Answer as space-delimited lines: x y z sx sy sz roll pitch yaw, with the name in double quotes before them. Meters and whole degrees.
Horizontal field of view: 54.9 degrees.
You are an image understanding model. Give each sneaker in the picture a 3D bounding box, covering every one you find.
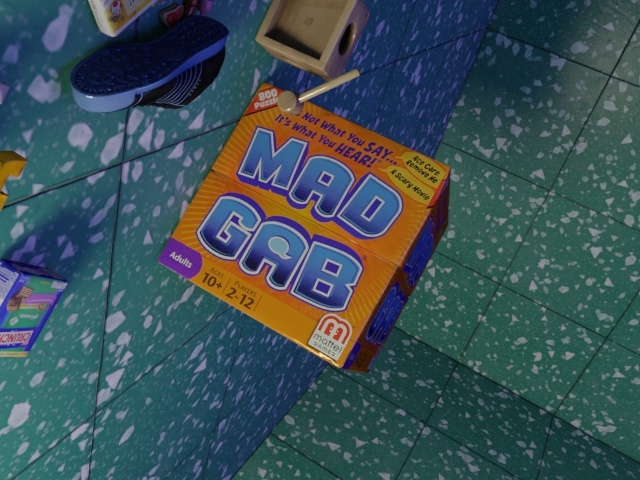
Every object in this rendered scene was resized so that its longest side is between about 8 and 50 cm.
"sneaker" -0.195 -0.190 0.735 0.232 0.081 0.090 -42 162 -42

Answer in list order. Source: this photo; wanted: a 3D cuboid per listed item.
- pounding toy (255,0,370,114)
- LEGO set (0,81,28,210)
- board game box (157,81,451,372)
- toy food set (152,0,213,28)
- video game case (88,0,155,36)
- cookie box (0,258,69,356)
"pounding toy" -0.004 -0.290 0.974 0.206 0.181 0.094 -64 164 6
"LEGO set" -0.338 -0.040 0.534 0.227 0.087 0.093 -63 164 1
"board game box" 0.000 0.000 1.141 0.356 0.356 0.356 -60 164 -6
"toy food set" -0.160 -0.304 0.766 0.122 0.019 0.078 -53 162 -27
"video game case" -0.174 -0.357 0.629 0.227 0.026 0.206 -55 162 -26
"cookie box" -0.364 0.082 0.730 0.107 0.040 0.092 -60 165 -3
